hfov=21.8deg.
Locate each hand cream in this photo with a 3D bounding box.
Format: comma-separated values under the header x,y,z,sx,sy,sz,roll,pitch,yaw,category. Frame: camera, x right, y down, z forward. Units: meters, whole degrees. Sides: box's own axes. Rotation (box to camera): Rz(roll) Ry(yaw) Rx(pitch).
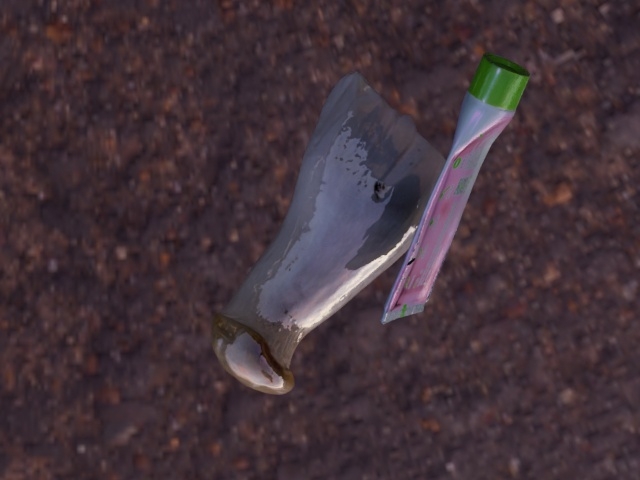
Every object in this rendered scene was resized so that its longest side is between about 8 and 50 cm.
x,y,z,sx,sy,sz,roll,pitch,yaw,category
0.128,-0.045,1.601,0.079,0.050,0.275,8,114,-34,hand cream

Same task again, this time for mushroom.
x,y,z,sx,sy,sz,roll,pitch,yaw,category
0.000,0.000,1.687,0.329,0.159,0.122,-53,164,-9,mushroom
